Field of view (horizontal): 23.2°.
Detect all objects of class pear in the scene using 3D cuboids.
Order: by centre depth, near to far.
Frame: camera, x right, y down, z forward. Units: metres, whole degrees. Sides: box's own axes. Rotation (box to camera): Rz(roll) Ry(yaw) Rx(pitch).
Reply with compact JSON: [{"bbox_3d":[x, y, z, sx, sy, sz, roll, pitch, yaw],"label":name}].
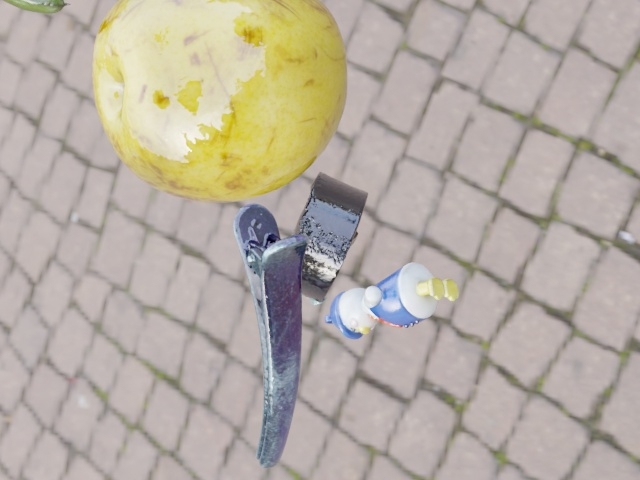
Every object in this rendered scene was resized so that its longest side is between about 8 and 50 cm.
[{"bbox_3d":[-0.109,-0.172,1.707,0.281,0.281,0.280,-14,69,42],"label":"pear"}]

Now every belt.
[{"bbox_3d":[0.000,0.000,1.875,0.198,0.078,0.151,149,144,-86],"label":"belt"}]

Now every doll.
[{"bbox_3d":[0.060,0.058,1.454,0.143,0.099,0.057,-18,73,36],"label":"doll"}]

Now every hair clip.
[{"bbox_3d":[-0.046,0.105,1.441,0.083,0.048,0.275,31,129,45],"label":"hair clip"}]

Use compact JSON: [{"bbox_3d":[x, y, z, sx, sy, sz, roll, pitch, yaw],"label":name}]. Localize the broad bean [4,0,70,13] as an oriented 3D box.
[{"bbox_3d":[-0.429,-0.334,1.933,0.065,0.254,0.046,-66,-5,-66],"label":"broad bean"}]
